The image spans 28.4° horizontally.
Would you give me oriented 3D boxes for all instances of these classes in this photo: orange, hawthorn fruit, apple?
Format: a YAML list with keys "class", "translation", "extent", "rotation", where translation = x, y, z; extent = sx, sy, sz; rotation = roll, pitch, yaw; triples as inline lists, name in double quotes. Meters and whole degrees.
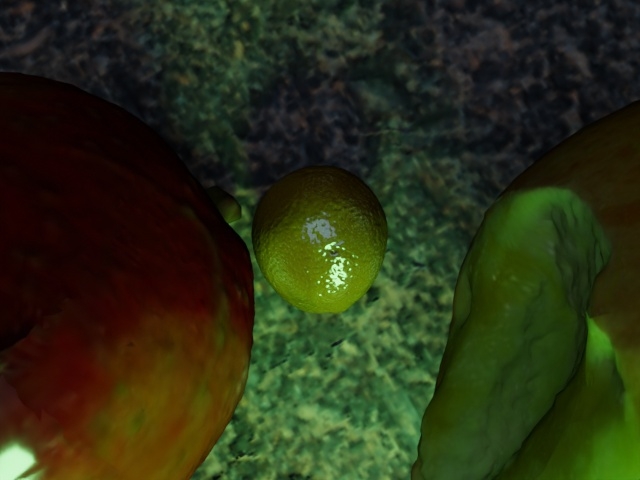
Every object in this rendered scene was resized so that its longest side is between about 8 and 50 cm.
- class: "orange"
  translation: [0.000, 0.000, 0.709]
  extent: [0.085, 0.085, 0.085]
  rotation: [0, 91, 7]
- class: "hawthorn fruit"
  translation: [-0.158, 0.037, 0.650]
  extent: [0.265, 0.307, 0.265]
  rotation: [24, 134, 28]
- class: "apple"
  translation: [0.220, 0.086, 0.545]
  extent: [0.339, 0.339, 0.340]
  rotation: [0, 91, 7]
